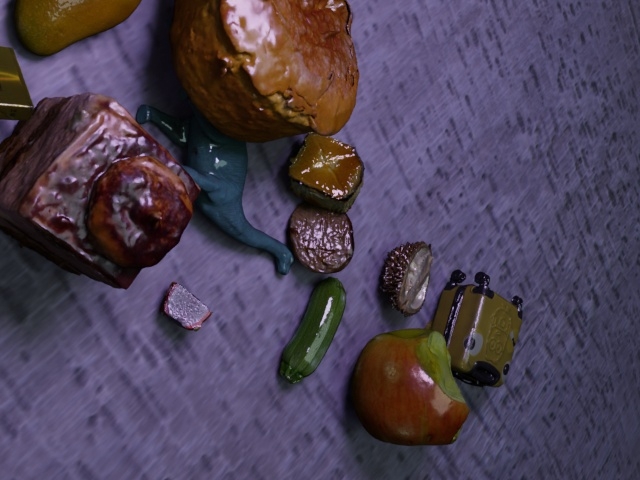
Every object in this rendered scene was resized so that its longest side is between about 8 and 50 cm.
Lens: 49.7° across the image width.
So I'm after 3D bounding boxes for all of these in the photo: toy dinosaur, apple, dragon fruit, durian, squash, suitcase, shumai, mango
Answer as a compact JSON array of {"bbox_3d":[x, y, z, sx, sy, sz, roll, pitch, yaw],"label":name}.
[{"bbox_3d":[-0.143,-0.137,1.170,0.330,0.129,0.384,6,88,-52],"label":"toy dinosaur"},{"bbox_3d":[0.186,0.288,1.374,0.246,0.246,0.227,8,80,-41],"label":"apple"},{"bbox_3d":[-0.224,0.113,1.130,0.083,0.060,0.056,38,74,-8],"label":"dragon fruit"},{"bbox_3d":[0.179,0.066,1.453,0.188,0.091,0.148,-48,134,-31],"label":"durian"},{"bbox_3d":[-0.010,0.170,1.307,0.219,0.077,0.068,-61,167,-17],"label":"squash"},{"bbox_3d":[0.343,0.206,1.567,0.193,0.143,0.235,31,73,-39],"label":"suitcase"},{"bbox_3d":[0.003,0.004,1.301,0.123,0.139,0.105,-18,140,-10],"label":"shumai"},{"bbox_3d":[-0.338,-0.354,0.975,0.227,0.099,0.136,-48,128,-18],"label":"mango"}]

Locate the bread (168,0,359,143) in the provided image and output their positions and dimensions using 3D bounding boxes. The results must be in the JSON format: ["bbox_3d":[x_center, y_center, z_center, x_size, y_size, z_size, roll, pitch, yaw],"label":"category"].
[{"bbox_3d":[-0.087,-0.328,1.069,0.337,0.204,0.359,38,45,-51],"label":"bread"}]

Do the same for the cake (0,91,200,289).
[{"bbox_3d":[-0.301,-0.060,0.895,0.199,0.293,0.196,46,69,-33],"label":"cake"}]

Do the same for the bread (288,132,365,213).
[{"bbox_3d":[0.013,-0.128,1.272,0.140,0.069,0.128,22,70,-2],"label":"bread"}]

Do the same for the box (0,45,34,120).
[{"bbox_3d":[-0.472,-0.205,0.862,0.193,0.030,0.121,-4,54,-40],"label":"box"}]
